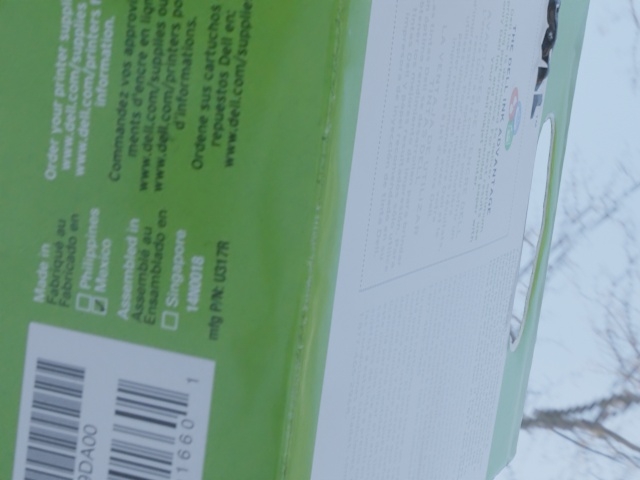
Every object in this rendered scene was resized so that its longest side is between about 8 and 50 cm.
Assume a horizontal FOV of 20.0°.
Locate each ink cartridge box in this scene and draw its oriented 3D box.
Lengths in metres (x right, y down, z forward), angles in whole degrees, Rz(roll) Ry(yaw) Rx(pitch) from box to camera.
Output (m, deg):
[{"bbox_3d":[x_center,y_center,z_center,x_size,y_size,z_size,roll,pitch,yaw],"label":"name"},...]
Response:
[{"bbox_3d":[0.000,0.000,0.555,0.097,0.255,0.189,11,-81,20],"label":"ink cartridge box"}]
